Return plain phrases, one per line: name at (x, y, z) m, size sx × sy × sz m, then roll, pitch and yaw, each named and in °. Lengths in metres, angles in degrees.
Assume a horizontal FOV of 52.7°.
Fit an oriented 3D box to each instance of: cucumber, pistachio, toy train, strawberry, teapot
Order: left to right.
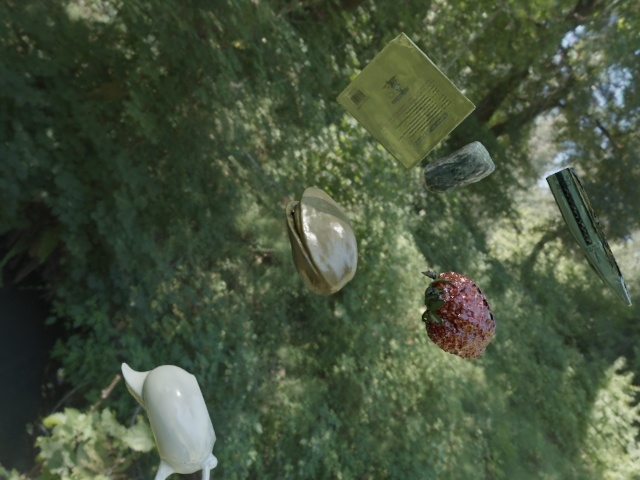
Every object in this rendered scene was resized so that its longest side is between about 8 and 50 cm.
teapot at (-0.284, 0.365, 1.246) m, size 0.208 × 0.166 × 0.299 m, roll 119°, pitch -39°, yaw -54°
pistachio at (0.000, 0.000, 1.198) m, size 0.136 × 0.136 × 0.226 m, roll 46°, pitch 22°, yaw -54°
cucumber at (0.229, -0.118, 1.084) m, size 0.064 × 0.112 × 0.064 m, roll 42°, pitch 34°, yaw -38°
strawberry at (0.248, 0.130, 1.134) m, size 0.140 × 0.085 × 0.192 m, roll -22°, pitch 93°, yaw -46°
toy train at (0.452, -0.001, 1.088) m, size 0.251 × 0.048 × 0.055 m, roll 68°, pitch 19°, yaw 7°

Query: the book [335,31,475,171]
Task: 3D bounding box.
book at (0.152, -0.247, 1.165) m, size 0.192 × 0.168 × 0.013 m, roll 45°, pitch 12°, yaw -5°
